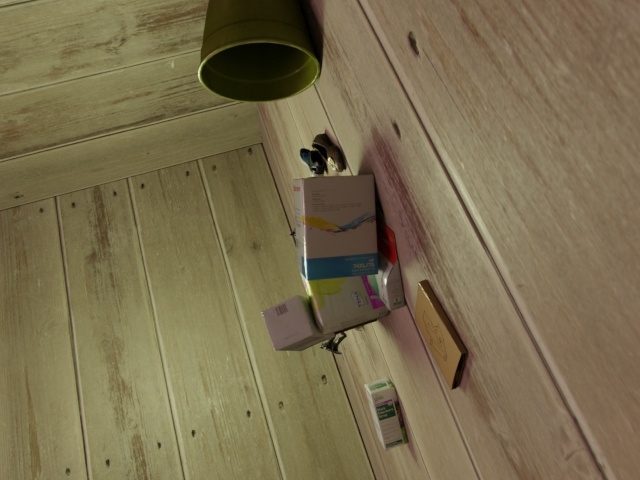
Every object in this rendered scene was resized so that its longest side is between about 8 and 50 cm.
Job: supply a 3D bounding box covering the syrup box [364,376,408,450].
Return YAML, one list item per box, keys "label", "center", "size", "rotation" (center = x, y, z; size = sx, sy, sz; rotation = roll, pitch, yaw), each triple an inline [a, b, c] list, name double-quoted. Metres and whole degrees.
- label: "syrup box"
  center: [0.243, 0.641, 1.930]
  size: [0.096, 0.093, 0.236]
  rotation: [-138, 33, -76]

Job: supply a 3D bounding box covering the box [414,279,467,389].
- label: "box"
  center: [0.266, 0.211, 1.171]
  size: [0.164, 0.021, 0.201]
  rotation: [83, 169, -48]

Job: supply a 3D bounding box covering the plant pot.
- label: "plant pot"
  center: [-0.201, -0.671, 1.610]
  size: [0.366, 0.367, 0.352]
  rotation: [111, 153, -77]

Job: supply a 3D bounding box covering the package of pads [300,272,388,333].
- label: "package of pads"
  center: [0.063, 0.130, 1.660]
  size: [0.101, 0.229, 0.296]
  rotation: [90, 161, -64]

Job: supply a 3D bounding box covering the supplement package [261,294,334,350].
- label: "supplement package"
  center: [-0.068, 0.275, 1.700]
  size: [0.133, 0.139, 0.244]
  rotation: [69, -168, 18]

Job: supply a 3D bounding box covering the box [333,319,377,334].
- label: "box"
  center: [0.084, 0.192, 1.848]
  size: [0.167, 0.169, 0.203]
  rotation: [-126, 21, -66]

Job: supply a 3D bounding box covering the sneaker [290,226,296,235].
- label: "sneaker"
  center: [0.000, 0.000, 1.927]
  size: [0.224, 0.098, 0.083]
  rotation: [31, 173, 0]

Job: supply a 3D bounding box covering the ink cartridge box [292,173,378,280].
- label: "ink cartridge box"
  center: [0.036, -0.044, 1.438]
  size: [0.198, 0.197, 0.270]
  rotation: [-149, 55, -79]

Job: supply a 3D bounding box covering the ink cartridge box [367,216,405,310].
- label: "ink cartridge box"
  center: [0.166, 0.056, 1.440]
  size: [0.181, 0.056, 0.224]
  rotation: [-124, 17, -64]

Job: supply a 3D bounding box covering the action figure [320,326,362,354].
- label: "action figure"
  center: [0.100, 0.332, 2.147]
  size: [0.164, 0.141, 0.275]
  rotation: [39, -114, -56]

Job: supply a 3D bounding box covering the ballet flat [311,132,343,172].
- label: "ballet flat"
  center: [0.020, -0.289, 1.723]
  size: [0.250, 0.058, 0.084]
  rotation: [-117, 12, -53]

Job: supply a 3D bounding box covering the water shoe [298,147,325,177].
- label: "water shoe"
  center: [-0.025, -0.319, 2.014]
  size: [0.203, 0.073, 0.080]
  rotation: [-120, 37, -44]
